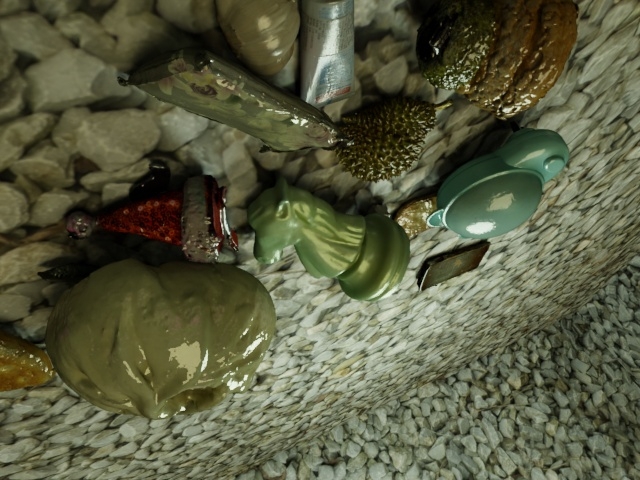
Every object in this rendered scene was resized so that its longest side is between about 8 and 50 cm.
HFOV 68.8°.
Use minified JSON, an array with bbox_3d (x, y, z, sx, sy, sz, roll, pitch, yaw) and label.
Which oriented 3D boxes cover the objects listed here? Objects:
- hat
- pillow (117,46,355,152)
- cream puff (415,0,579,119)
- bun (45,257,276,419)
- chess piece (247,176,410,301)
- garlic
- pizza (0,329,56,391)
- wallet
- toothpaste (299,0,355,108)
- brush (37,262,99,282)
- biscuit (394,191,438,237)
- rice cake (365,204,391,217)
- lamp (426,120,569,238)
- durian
[{"bbox_3d":[-0.235,-0.025,0.664,0.228,0.128,0.140,-3,168,-9],"label":"hat"},{"bbox_3d":[-0.084,-0.163,0.558,0.255,0.169,0.059,15,86,-48],"label":"pillow"},{"bbox_3d":[0.207,-0.260,0.612,0.169,0.183,0.183,5,138,-15],"label":"cream puff"},{"bbox_3d":[-0.238,0.172,0.755,0.365,0.219,0.365,-11,160,-4],"label":"bun"},{"bbox_3d":[0.000,0.000,0.832,0.298,0.175,0.175,20,125,-30],"label":"chess piece"},{"bbox_3d":[-0.064,-0.236,0.505,0.094,0.074,0.113,-21,134,5],"label":"garlic"},{"bbox_3d":[-0.564,0.194,0.729,0.197,0.058,0.292,-35,146,11],"label":"pizza"},{"bbox_3d":[0.378,0.070,1.341,0.232,0.031,0.121,-17,142,-23],"label":"wallet"},{"bbox_3d":[0.009,-0.245,0.576,0.089,0.057,0.234,-21,154,-10],"label":"toothpaste"},{"bbox_3d":[-0.338,0.054,0.739,0.190,0.034,0.027,13,91,-51],"label":"brush"},{"bbox_3d":[0.269,-0.074,1.049,0.247,0.029,0.118,-19,140,-16],"label":"biscuit"},{"bbox_3d":[0.089,0.002,1.006,0.047,0.036,0.206,4,138,-23],"label":"rice cake"},{"bbox_3d":[0.360,-0.105,0.940,0.209,0.147,0.284,15,120,-42],"label":"lamp"},{"bbox_3d":[0.129,-0.160,0.748,0.208,0.102,0.146,-32,143,-3],"label":"durian"}]
